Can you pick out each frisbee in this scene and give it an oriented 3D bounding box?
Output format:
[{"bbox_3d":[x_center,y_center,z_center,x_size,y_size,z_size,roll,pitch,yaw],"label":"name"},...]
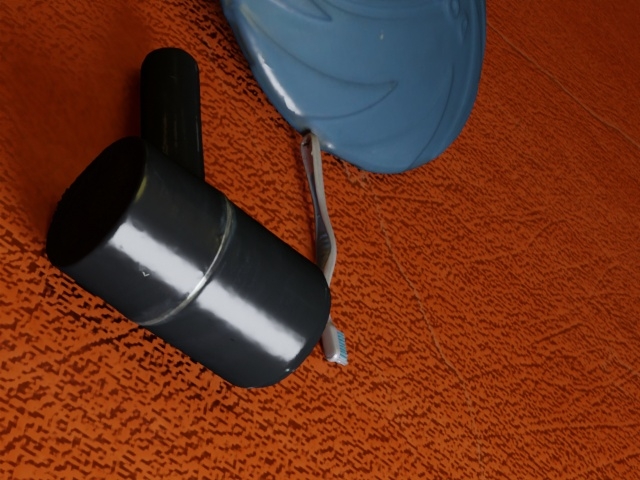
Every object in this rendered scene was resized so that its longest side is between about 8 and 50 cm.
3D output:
[{"bbox_3d":[0.037,-0.188,0.919,0.289,0.049,0.289,14,71,-48],"label":"frisbee"}]

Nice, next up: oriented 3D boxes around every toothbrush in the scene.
[{"bbox_3d":[0.000,0.000,0.808,0.017,0.014,0.162,32,39,-44],"label":"toothbrush"}]

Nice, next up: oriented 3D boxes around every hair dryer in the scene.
[{"bbox_3d":[-0.067,-0.033,0.706,0.124,0.071,0.219,37,26,-33],"label":"hair dryer"}]
